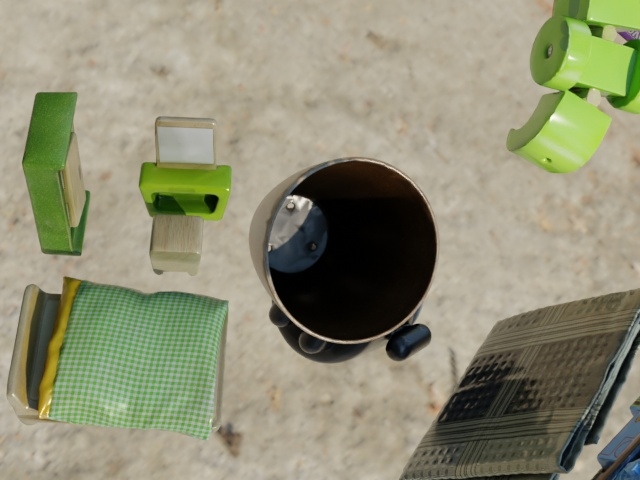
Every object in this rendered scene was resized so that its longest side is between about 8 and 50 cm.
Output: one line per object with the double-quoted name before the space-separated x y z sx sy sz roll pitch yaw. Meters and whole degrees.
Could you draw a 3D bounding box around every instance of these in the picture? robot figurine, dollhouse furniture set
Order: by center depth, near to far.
"dollhouse furniture set" -0.185 0.020 1.273 0.198 0.151 0.301 2 52 -3
"robot figurine" 0.041 0.077 1.895 0.278 0.174 0.209 -12 88 -62

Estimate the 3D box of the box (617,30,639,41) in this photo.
"box" 0.447 -0.235 1.483 0.201 0.057 0.293 45 37 20

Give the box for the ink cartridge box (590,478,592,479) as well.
"ink cartridge box" 0.401 0.385 1.450 0.273 0.114 0.197 52 5 -34

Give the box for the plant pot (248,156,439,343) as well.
"plant pot" 0.000 0.000 1.631 0.215 0.230 0.215 -2 97 -20

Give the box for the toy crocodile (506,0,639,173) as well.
"toy crocodile" 0.254 -0.227 1.210 0.115 0.105 0.340 12 92 -24

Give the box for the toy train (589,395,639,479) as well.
"toy train" 0.288 0.179 1.110 0.184 0.105 0.080 -42 104 -20

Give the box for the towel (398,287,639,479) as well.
"towel" 0.277 0.203 1.742 0.056 0.324 0.312 47 58 -16
